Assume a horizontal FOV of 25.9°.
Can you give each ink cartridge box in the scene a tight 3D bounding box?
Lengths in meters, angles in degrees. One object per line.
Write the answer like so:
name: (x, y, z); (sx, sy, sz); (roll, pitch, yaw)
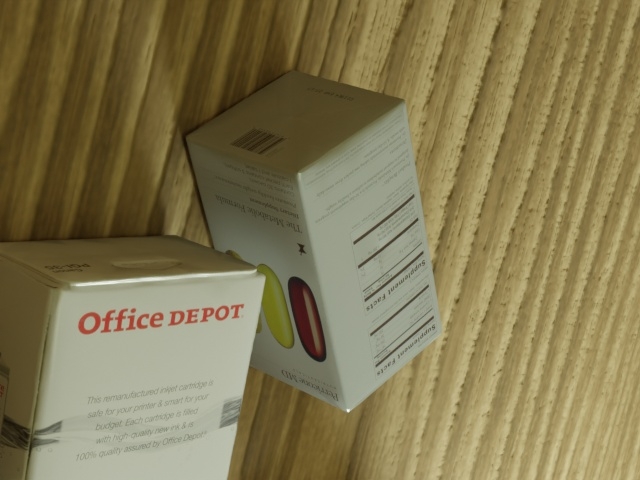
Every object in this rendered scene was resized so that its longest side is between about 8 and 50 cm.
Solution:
ink cartridge box: (-0.173, 0.143, 1.094); (0.207, 0.117, 0.283); (-3, 109, -46)

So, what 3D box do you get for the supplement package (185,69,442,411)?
supplement package: (0.000, 0.000, 1.201); (0.134, 0.139, 0.244); (-36, 129, -33)
